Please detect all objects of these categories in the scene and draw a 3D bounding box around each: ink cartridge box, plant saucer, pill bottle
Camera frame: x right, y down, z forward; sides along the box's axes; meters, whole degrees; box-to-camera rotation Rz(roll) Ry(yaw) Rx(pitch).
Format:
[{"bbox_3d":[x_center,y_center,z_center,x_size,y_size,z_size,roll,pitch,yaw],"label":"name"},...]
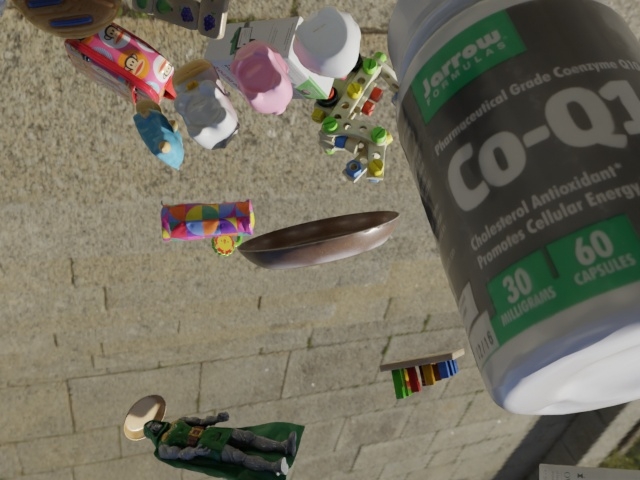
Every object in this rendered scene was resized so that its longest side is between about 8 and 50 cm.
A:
[{"bbox_3d":[-0.101,-0.362,1.171,0.160,0.219,0.092,32,69,-55],"label":"ink cartridge box"},{"bbox_3d":[0.000,0.000,1.089,0.310,0.310,0.050,-13,98,-13],"label":"plant saucer"},{"bbox_3d":[0.177,-0.065,0.464,0.204,0.361,0.204,-9,147,-6],"label":"pill bottle"},{"bbox_3d":[-0.300,0.296,0.978,0.083,0.015,0.083,-30,131,-43],"label":"plant saucer"}]

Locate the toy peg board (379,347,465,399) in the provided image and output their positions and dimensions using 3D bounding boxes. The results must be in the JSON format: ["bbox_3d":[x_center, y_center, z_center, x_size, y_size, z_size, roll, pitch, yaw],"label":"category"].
[{"bbox_3d":[0.234,0.293,1.272,0.161,0.079,0.161,-14,169,21],"label":"toy peg board"}]

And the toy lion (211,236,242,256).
[{"bbox_3d":[-0.258,-0.004,1.597,0.034,0.096,0.100,-14,168,43],"label":"toy lion"}]

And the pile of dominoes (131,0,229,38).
[{"bbox_3d":[-0.164,-0.343,0.548,0.040,0.196,0.251,-36,145,-58],"label":"pile of dominoes"}]

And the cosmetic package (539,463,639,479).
[{"bbox_3d":[0.508,0.517,0.989,0.225,0.224,0.138,-12,145,36],"label":"cosmetic package"}]

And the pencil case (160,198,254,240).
[{"bbox_3d":[-0.284,-0.052,1.441,0.236,0.104,0.104,-2,131,-4],"label":"pencil case"}]

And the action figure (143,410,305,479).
[{"bbox_3d":[-0.153,0.293,0.833,0.232,0.137,0.063,3,116,15],"label":"action figure"}]

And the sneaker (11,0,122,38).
[{"bbox_3d":[-0.210,-0.307,0.416,0.112,0.131,0.296,-5,117,-24],"label":"sneaker"}]

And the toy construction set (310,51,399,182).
[{"bbox_3d":[0.107,-0.283,1.237,0.327,0.215,0.151,-55,169,-29],"label":"toy construction set"}]

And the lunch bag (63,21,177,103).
[{"bbox_3d":[-0.449,-0.404,1.361,0.258,0.293,0.120,29,86,-16],"label":"lunch bag"}]

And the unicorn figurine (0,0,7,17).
[{"bbox_3d":[-0.687,-0.503,1.231,0.060,0.162,0.111,43,61,-40],"label":"unicorn figurine"}]

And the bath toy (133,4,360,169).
[{"bbox_3d":[-0.101,-0.232,0.863,0.348,0.151,0.129,-25,168,8],"label":"bath toy"}]
